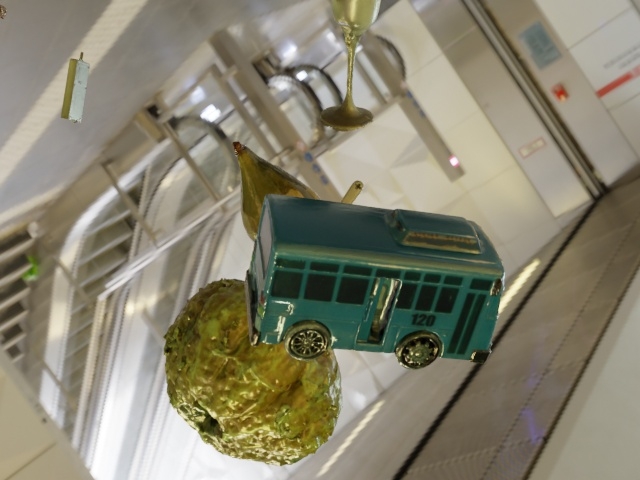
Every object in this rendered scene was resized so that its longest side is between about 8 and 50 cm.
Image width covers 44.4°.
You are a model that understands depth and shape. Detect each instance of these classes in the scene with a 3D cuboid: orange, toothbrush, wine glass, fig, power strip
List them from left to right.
[{"bbox_3d":[-0.467,-0.293,1.499,0.019,0.136,0.051,11,-175,15],"label":"power strip"},{"bbox_3d":[-0.104,0.211,1.183,0.223,0.301,0.300,-39,154,-33],"label":"orange"},{"bbox_3d":[-0.084,-0.056,1.184,0.127,0.184,0.133,-54,-161,17],"label":"fig"},{"bbox_3d":[0.000,0.000,1.547,0.304,0.030,0.030,-56,-170,-18],"label":"toothbrush"},{"bbox_3d":[0.041,-0.266,0.944,0.074,0.074,0.262,-38,141,-45],"label":"wine glass"}]

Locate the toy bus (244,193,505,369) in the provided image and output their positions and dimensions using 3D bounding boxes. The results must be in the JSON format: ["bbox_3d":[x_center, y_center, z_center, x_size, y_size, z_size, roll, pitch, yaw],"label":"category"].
[{"bbox_3d":[0.042,0.029,0.585,0.090,0.184,0.106,-107,-153,-60],"label":"toy bus"}]

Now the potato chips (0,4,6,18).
[{"bbox_3d":[-0.561,-0.392,1.167,0.026,0.204,0.037,-56,-143,8],"label":"potato chips"}]
